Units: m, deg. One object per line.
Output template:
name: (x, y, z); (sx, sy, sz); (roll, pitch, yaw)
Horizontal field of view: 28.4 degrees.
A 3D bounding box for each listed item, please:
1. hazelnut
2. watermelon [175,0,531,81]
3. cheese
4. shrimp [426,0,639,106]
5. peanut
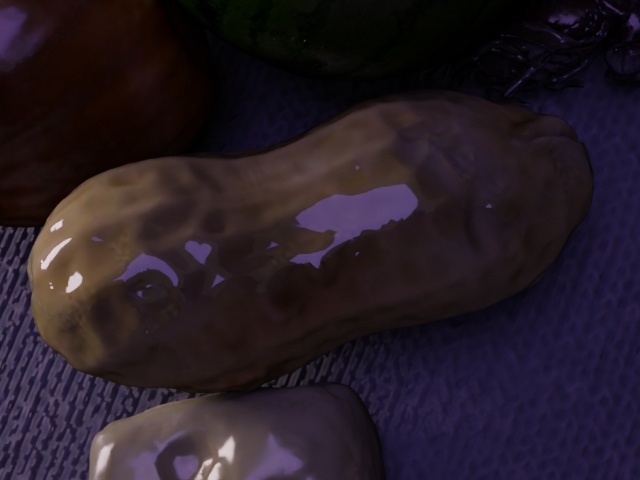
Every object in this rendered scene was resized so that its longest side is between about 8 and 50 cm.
hazelnut: (-0.141, -0.085, 0.679); (0.182, 0.182, 0.182); (-2, 74, 9)
watermelon: (0.015, -0.199, 0.616); (0.242, 0.242, 0.242); (-2, 74, 9)
cheese: (-0.035, 0.204, 0.620); (0.159, 0.093, 0.263); (-11, 74, 8)
shrimp: (0.114, -0.104, 0.698); (0.165, 0.056, 0.065); (-16, 79, 8)
peanut: (0.000, 0.000, 0.637); (0.290, 0.130, 0.130); (-16, 73, -6)
